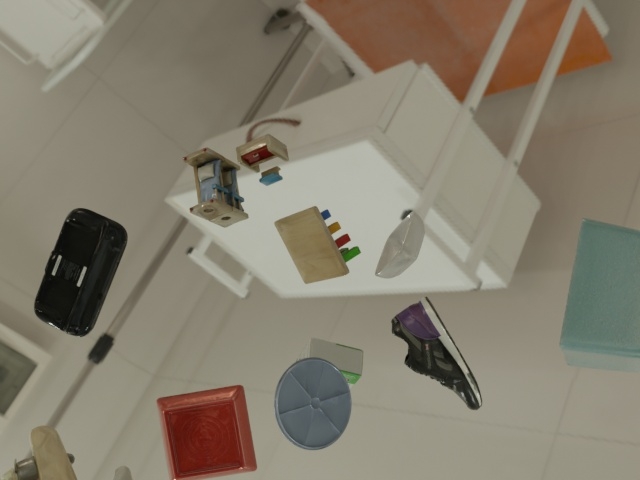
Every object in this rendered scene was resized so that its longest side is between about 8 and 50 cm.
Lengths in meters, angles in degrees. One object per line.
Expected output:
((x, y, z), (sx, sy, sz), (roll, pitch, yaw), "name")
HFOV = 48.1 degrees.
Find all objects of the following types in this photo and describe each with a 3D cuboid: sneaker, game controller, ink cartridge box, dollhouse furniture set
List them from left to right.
((-0.605, 0.082, 1.800), (0.166, 0.319, 0.067), (26, -171, 9), "game controller")
((-0.169, -0.129, 1.486), (0.183, 0.129, 0.129), (-20, 159, 22), "dollhouse furniture set")
((0.009, 0.364, 1.957), (0.153, 0.087, 0.208), (15, 140, -12), "ink cartridge box")
((0.262, 0.277, 1.650), (0.283, 0.124, 0.107), (59, -175, -1), "sneaker")

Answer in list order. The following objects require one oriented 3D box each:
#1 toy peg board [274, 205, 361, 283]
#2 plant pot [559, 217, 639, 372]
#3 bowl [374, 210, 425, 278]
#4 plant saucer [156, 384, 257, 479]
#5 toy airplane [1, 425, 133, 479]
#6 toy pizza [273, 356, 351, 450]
((0.000, 0.000, 1.589), (0.161, 0.079, 0.161), (-17, 102, 54), "toy peg board")
((0.602, 0.122, 1.335), (0.252, 0.248, 0.247), (8, 166, 26), "plant pot")
((0.190, 0.018, 1.659), (0.053, 0.142, 0.142), (29, 141, -9), "bowl")
((-0.329, 0.563, 2.058), (0.259, 0.259, 0.048), (-9, -178, 0), "plant saucer")
((-0.609, 0.686, 1.691), (0.272, 0.386, 0.384), (-27, 123, 33), "toy airplane")
((-0.019, 0.361, 1.593), (0.201, 0.201, 0.032), (37, 152, -20), "toy pizza")
